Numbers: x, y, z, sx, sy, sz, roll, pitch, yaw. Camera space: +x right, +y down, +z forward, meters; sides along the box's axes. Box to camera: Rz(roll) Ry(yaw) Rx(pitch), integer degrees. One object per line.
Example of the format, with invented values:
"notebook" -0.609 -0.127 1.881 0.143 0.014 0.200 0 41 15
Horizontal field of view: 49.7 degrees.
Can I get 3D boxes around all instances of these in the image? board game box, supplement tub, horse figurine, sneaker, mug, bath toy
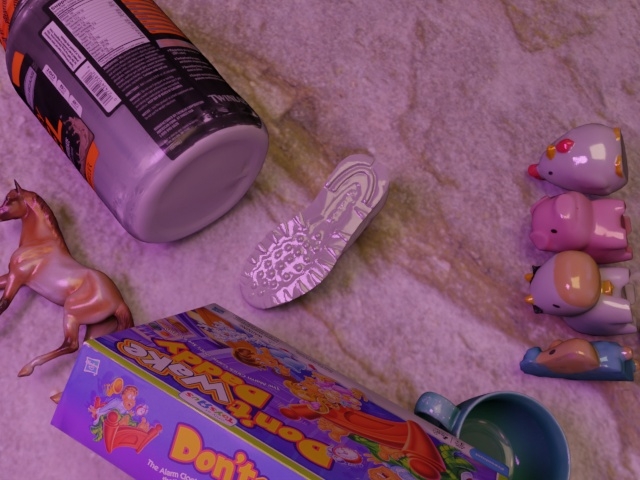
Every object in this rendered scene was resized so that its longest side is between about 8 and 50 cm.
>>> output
"board game box" -0.015 0.182 0.603 0.347 0.233 0.078 27 100 13
"supplement tub" -0.238 -0.179 0.846 0.207 0.207 0.338 -35 72 -21
"horse figurine" -0.308 0.070 0.796 0.263 0.066 0.174 33 71 12
"sneaker" 0.000 0.000 0.859 0.235 0.095 0.090 -43 79 -3
"mug" 0.181 0.222 0.749 0.129 0.097 0.158 -21 76 -19
"bath toy" 0.320 0.002 0.872 0.129 0.151 0.348 -6 58 30
